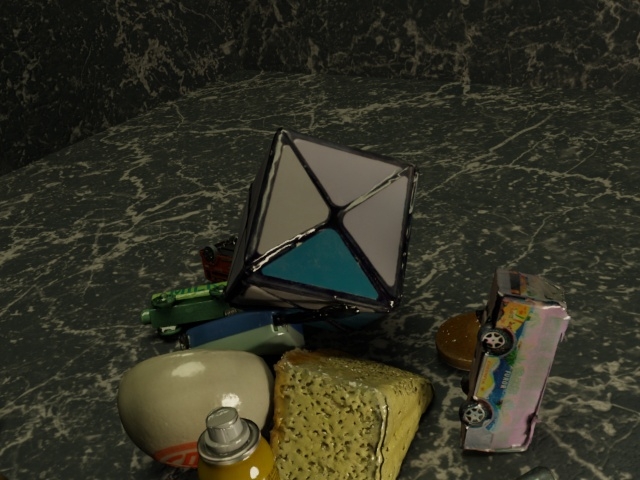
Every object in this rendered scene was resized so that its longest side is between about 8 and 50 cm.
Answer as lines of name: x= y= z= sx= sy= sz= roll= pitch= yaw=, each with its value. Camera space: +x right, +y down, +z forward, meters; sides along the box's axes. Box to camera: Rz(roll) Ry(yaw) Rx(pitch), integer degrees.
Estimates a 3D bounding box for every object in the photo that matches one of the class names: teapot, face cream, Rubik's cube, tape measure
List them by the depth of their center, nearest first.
face cream: x=-0.096 y=0.374 z=1.075 sx=0.105 sy=0.348 sz=0.105 roll=-8 pitch=27 yaw=4
teapot: x=0.330 y=0.395 z=1.225 sx=0.083 sy=0.063 sz=0.049 roll=-23 pitch=-2 yaw=-17
tape measure: x=-0.071 y=0.181 z=1.504 sx=0.351 sy=0.215 sz=0.097 roll=-16 pitch=65 yaw=13
Rubik's cube: x=0.000 y=0.000 z=1.548 sx=0.305 sy=0.310 sz=0.307 roll=16 pitch=-19 yaw=-10

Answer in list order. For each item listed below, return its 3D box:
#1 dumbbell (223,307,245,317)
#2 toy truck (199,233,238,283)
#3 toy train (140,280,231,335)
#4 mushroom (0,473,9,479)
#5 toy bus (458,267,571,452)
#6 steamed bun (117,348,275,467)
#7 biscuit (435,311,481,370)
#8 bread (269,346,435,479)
dumbbell: x=-0.025 y=0.104 z=1.769 sx=0.406 sy=0.179 sz=0.179 roll=-19 pitch=28 yaw=-18
toy truck: x=-0.181 y=0.063 z=1.972 sx=0.253 sy=0.114 sz=0.107 roll=12 pitch=23 yaw=39
toy train: x=-0.296 y=0.152 z=1.873 sx=0.253 sy=0.105 sz=0.157 roll=-10 pitch=13 yaw=-3
mushroom: x=-0.579 y=0.472 z=1.321 sx=0.166 sy=0.127 sz=0.166 roll=-28 pitch=29 yaw=17
toy bus: x=0.312 y=0.208 z=1.303 sx=0.138 sy=0.316 sz=0.112 roll=9 pitch=28 yaw=7
steamed bun: x=-0.212 y=0.305 z=1.383 sx=0.283 sy=0.283 sz=0.177 roll=-10 pitch=66 yaw=1
biscuit: x=0.334 y=0.210 z=1.569 sx=0.208 sy=0.049 sz=0.181 roll=7 pitch=32 yaw=30
bread: x=0.055 y=0.339 z=1.409 sx=0.249 sy=0.279 sz=0.315 roll=6 pitch=-11 yaw=29
